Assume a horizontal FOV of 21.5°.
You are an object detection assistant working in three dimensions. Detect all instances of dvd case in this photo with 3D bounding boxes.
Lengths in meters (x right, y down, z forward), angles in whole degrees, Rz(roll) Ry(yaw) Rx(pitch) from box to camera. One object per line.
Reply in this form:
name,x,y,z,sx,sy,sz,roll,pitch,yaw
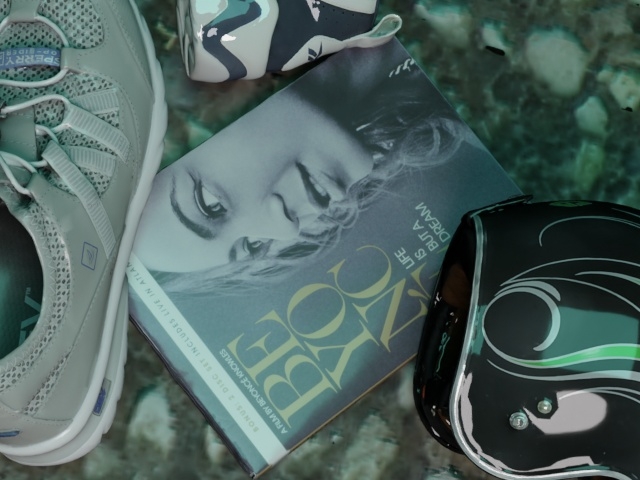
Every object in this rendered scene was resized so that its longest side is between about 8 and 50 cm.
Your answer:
dvd case,0.000,0.000,0.926,0.221,0.018,0.164,-36,82,-17

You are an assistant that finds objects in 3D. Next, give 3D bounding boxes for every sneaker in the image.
sneaker,-0.142,-0.034,0.846,0.105,0.115,0.281,-7,73,15
sneaker,-0.010,-0.208,0.949,0.153,0.094,0.235,-4,74,-12

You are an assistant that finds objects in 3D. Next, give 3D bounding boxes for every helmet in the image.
helmet,0.138,0.065,0.857,0.161,0.169,0.169,12,71,-5
